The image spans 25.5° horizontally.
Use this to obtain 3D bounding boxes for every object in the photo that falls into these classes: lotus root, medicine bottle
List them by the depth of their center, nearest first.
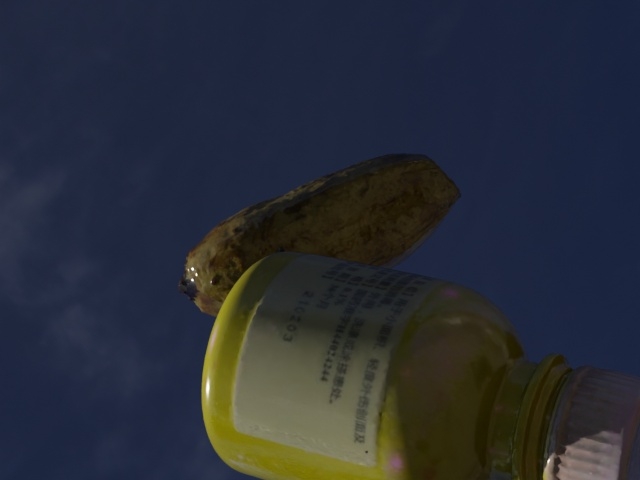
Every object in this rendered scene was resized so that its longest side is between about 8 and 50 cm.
[{"bbox_3d":[0.058,0.080,0.706,0.122,0.212,0.122,-34,-51,-56],"label":"medicine bottle"},{"bbox_3d":[0.000,0.000,1.218,0.258,0.097,0.110,-26,-38,-3],"label":"lotus root"}]
